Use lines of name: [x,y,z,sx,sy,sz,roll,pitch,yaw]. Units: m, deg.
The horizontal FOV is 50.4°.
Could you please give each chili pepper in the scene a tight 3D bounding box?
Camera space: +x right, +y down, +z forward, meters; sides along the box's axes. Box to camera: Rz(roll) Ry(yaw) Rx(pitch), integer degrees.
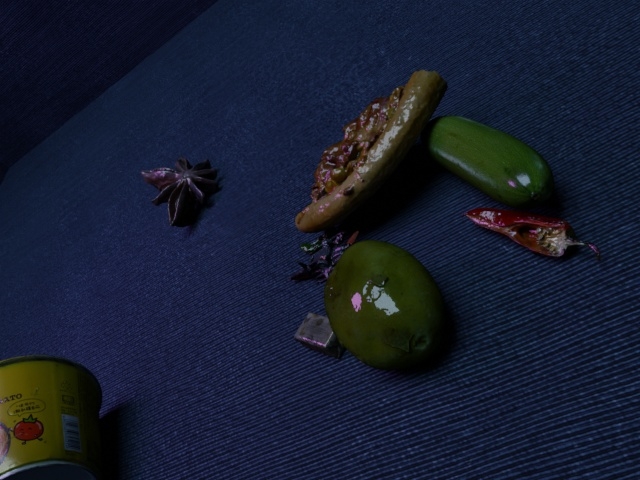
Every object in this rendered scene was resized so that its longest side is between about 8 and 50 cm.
chili pepper: [0.324,-0.016,1.053,0.050,0.059,0.268,-15,19,-28]
chili pepper: [0.000,0.002,1.403,0.091,0.034,0.030,-34,3,20]

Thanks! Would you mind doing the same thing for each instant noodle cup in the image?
instant noodle cup: [-0.587,0.435,1.382,0.325,0.325,0.254,-43,44,7]

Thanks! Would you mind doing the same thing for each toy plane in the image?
toy plane: [-0.001,0.044,1.328,0.189,0.061,0.130,-19,44,35]

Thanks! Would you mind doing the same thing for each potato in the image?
potato: [0.095,0.100,1.093,0.186,0.148,0.253,-49,34,-7]

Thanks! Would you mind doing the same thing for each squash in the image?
squash: [0.278,-0.145,1.172,0.107,0.107,0.395,-46,30,2]

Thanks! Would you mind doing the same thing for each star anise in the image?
star anise: [-0.380,-0.150,1.889,0.198,0.111,0.257,-30,47,-18]

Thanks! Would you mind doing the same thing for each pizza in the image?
pizza: [0.092,-0.174,1.337,0.409,0.114,0.278,-44,18,27]

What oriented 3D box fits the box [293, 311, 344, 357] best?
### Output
box: [0.005,0.168,1.213,0.098,0.045,0.062,4,58,50]
